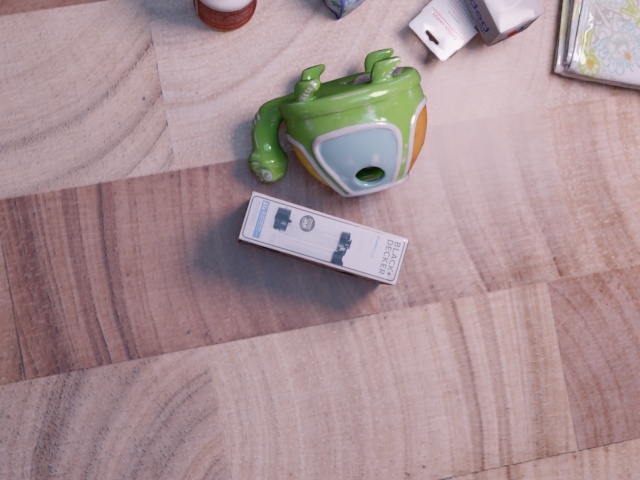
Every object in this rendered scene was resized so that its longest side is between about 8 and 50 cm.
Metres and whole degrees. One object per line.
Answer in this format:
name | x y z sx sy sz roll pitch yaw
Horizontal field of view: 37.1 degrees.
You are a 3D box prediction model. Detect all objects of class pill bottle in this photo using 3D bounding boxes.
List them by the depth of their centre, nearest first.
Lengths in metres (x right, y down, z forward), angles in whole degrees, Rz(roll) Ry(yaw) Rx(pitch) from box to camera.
pill bottle | -0.168 -0.455 1.695 0.121 0.216 0.121 0 89 -6

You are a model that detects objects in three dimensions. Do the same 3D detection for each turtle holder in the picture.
turtle holder | 0.038 -0.194 1.701 0.320 0.243 0.228 -20 107 -15

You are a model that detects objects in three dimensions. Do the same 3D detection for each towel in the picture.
towel | 0.649 -0.449 1.851 0.374 0.090 0.321 8 90 -6

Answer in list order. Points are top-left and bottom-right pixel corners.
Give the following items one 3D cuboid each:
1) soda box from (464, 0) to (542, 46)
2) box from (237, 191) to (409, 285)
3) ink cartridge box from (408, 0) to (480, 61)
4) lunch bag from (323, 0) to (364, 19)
soda box | 0.293 -0.509 1.747 0.091 0.098 0.286 -26 89 -6
box | 0.000 0.000 1.723 0.289 0.169 0.087 16 86 -6
ink cartridge box | 0.258 -0.426 1.818 0.180 0.060 0.104 -43 92 -6
lunch bag | 0.061 -0.492 1.754 0.129 0.151 0.096 -42 93 -5
